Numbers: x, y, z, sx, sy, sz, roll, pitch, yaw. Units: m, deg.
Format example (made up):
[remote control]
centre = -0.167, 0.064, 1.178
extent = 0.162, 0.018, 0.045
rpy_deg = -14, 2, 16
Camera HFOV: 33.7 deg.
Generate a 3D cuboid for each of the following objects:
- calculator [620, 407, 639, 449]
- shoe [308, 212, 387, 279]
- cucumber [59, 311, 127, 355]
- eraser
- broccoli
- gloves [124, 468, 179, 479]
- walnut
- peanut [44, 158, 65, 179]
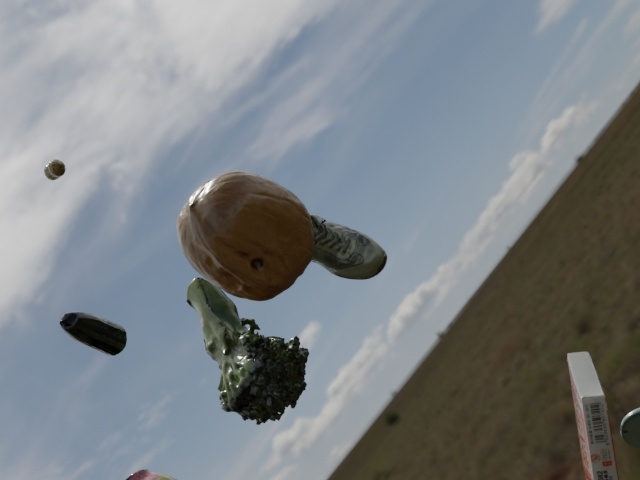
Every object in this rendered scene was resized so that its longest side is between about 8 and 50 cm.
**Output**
[calculator]
centre = 0.494, 0.261, 1.463
extent = 0.021, 0.153, 0.095
rpy_deg = -77, -15, -52
[shoe]
centre = 0.000, 0.000, 2.093
extent = 0.098, 0.275, 0.103
rpy_deg = 76, -149, -64
[cucumber]
centre = -0.327, 0.127, 1.506
extent = 0.048, 0.048, 0.105
rpy_deg = -51, -42, 3
[eraser]
centre = 0.372, 0.283, 1.422
extent = 0.038, 0.230, 0.157
rpy_deg = -10, 14, 9
[broccoli]
centre = -0.141, 0.168, 1.792
extent = 0.145, 0.304, 0.165
rpy_deg = 9, -62, -46
[gloves]
centre = -0.215, 0.442, 1.546
extent = 0.145, 0.241, 0.126
rpy_deg = -22, -38, -36
[walnut]
centre = -0.118, -0.009, 1.667
extent = 0.195, 0.221, 0.195
rpy_deg = -31, 43, 34
[peanut]
centre = -0.497, -0.134, 1.983
extent = 0.037, 0.037, 0.083
rpy_deg = -46, 8, -25
